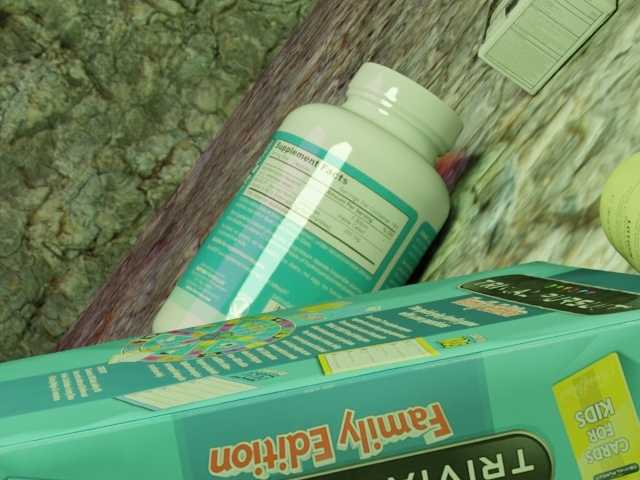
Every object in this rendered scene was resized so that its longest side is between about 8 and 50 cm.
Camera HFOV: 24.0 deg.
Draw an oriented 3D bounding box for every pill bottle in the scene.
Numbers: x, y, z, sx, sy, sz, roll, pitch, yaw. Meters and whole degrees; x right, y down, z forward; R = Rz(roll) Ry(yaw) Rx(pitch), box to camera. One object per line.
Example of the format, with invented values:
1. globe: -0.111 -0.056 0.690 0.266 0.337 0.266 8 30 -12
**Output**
1. pill bottle: 0.000 0.000 1.129 0.264 0.146 0.146 -57 12 -6

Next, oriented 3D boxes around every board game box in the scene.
1. board game box: -0.015 0.081 0.628 0.254 0.336 0.079 -170 70 -78

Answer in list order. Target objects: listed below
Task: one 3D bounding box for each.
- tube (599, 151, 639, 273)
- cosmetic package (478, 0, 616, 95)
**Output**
1. tube: 0.174 0.012 0.626 0.062 0.070 0.240 -48 14 9
2. cosmetic package: 0.185 -0.222 1.192 0.099 0.060 0.239 -46 16 35
